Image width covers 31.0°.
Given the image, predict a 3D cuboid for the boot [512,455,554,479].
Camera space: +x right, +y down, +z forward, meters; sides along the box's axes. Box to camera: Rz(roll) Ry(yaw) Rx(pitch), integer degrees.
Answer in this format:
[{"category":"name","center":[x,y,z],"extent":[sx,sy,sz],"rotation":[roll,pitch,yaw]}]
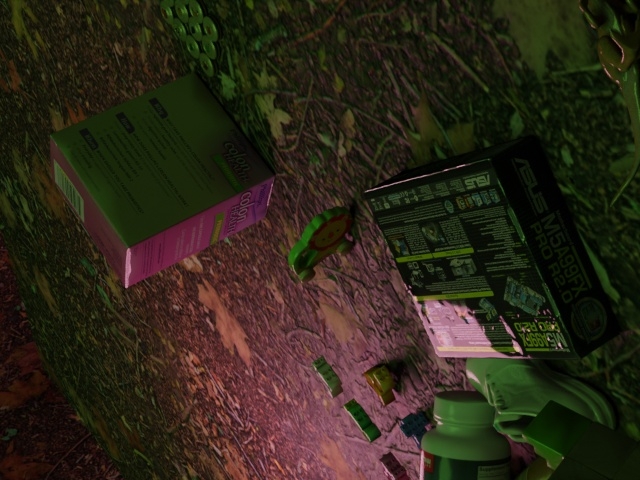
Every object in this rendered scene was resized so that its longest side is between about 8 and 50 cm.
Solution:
[{"category":"boot","center":[0.297,0.323,1.269],"extent":[0.197,0.073,0.152],"rotation":[55,151,10]}]

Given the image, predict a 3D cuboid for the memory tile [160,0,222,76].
[{"category":"memory tile","center":[-0.185,-0.310,1.620],"extent":[0.148,0.012,0.113],"rotation":[53,154,21]}]

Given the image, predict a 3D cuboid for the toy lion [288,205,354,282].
[{"category":"toy lion","center":[0.000,0.000,1.483],"extent":[0.034,0.100,0.096],"rotation":[51,172,28]}]

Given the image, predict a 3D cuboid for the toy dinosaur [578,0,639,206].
[{"category":"toy dinosaur","center":[0.248,-0.138,0.921],"extent":[0.112,0.064,0.212],"rotation":[175,77,-83]}]

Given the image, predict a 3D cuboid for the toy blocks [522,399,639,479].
[{"category":"toy blocks","center":[0.357,0.334,1.049],"extent":[0.381,0.191,0.261],"rotation":[25,147,37]}]

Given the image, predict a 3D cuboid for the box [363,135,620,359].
[{"category":"box","center":[0.169,0.018,1.215],"extent":[0.216,0.060,0.270],"rotation":[64,156,-6]}]

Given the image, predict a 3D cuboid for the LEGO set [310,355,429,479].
[{"category":"LEGO set","center":[0.080,0.225,1.562],"extent":[0.227,0.087,0.093],"rotation":[52,169,20]}]

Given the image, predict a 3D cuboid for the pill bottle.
[{"category":"pill bottle","center":[0.170,0.273,1.364],"extent":[0.108,0.108,0.180],"rotation":[7,96,61]}]

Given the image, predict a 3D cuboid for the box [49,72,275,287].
[{"category":"box","center":[-0.229,-0.090,1.654],"extent":[0.213,0.243,0.117],"rotation":[52,154,20]}]

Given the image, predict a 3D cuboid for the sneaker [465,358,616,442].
[{"category":"sneaker","center":[0.212,0.174,1.249],"extent":[0.212,0.094,0.080],"rotation":[21,134,56]}]
